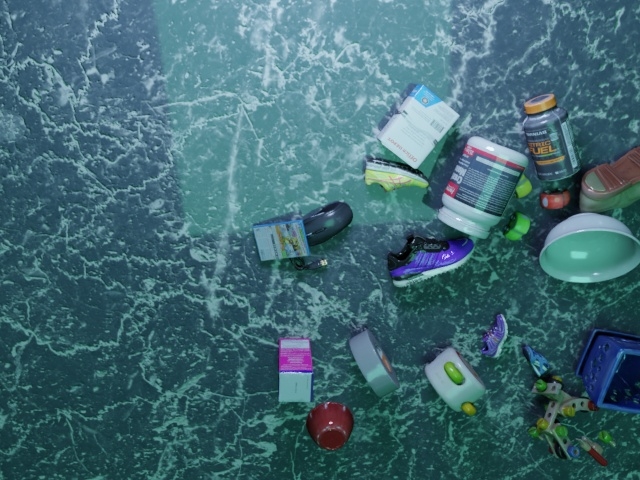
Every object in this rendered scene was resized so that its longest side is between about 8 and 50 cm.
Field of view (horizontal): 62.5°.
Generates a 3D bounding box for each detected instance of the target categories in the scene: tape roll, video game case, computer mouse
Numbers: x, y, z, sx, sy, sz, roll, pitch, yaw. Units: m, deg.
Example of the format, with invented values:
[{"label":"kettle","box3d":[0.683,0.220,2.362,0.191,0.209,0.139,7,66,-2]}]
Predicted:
[{"label":"tape roll","box3d":[0.181,0.410,1.768,0.072,0.219,0.219,-31,108,8]},{"label":"video game case","box3d":[-0.125,0.001,1.682,0.166,0.015,0.119,-7,108,16]},{"label":"computer mouse","box3d":[0.000,0.000,1.697,0.262,0.060,0.184,-23,108,4]}]

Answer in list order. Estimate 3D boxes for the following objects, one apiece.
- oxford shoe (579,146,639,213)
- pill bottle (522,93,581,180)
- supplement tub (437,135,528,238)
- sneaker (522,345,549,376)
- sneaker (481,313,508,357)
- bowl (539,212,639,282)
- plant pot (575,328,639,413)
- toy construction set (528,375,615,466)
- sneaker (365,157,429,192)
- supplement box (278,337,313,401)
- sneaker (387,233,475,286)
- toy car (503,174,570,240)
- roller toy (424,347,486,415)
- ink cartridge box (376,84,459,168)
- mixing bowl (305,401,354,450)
[{"label":"oxford shoe","box3d":[1.005,-0.195,1.692,0.397,0.140,0.146,-17,140,-3]},{"label":"pill bottle","box3d":[0.697,-0.316,1.605,0.131,0.130,0.245,-24,108,4]},{"label":"supplement tub","box3d":[0.490,-0.162,1.609,0.191,0.191,0.272,19,106,-10]},{"label":"sneaker","box3d":[0.780,0.427,1.909,0.059,0.053,0.144,-33,117,8]},{"label":"sneaker","box3d":[0.611,0.338,1.858,0.071,0.068,0.169,10,109,-1]},{"label":"bowl","box3d":[0.858,0.005,1.694,0.298,0.134,0.297,8,146,5]},{"label":"plant pot","box3d":[1.054,0.444,1.849,0.236,0.212,0.235,10,108,-7]},{"label":"toy construction set","box3d":[0.856,0.629,1.866,0.237,0.309,0.257,42,93,-11]},{"label":"sneaker","box3d":[0.234,-0.191,1.647,0.209,0.081,0.094,14,114,-2]},{"label":"supplement box","box3d":[-0.084,0.425,1.753,0.114,0.220,0.111,2,108,-4]},{"label":"sneaker","box3d":[0.352,0.036,1.714,0.294,0.102,0.146,-24,108,4]},{"label":"toy car","box3d":[0.678,-0.096,1.719,0.239,0.053,0.224,21,106,-11]},{"label":"roller toy","box3d":[0.462,0.487,1.829,0.146,0.191,0.209,-41,105,9]},{"label":"ink cartridge box","box3d":[0.289,-0.342,1.588,0.148,0.086,0.203,36,104,-14]},{"label":"mixing bowl","box3d":[0.038,0.692,1.919,0.182,0.098,0.181,-1,108,-3]}]
